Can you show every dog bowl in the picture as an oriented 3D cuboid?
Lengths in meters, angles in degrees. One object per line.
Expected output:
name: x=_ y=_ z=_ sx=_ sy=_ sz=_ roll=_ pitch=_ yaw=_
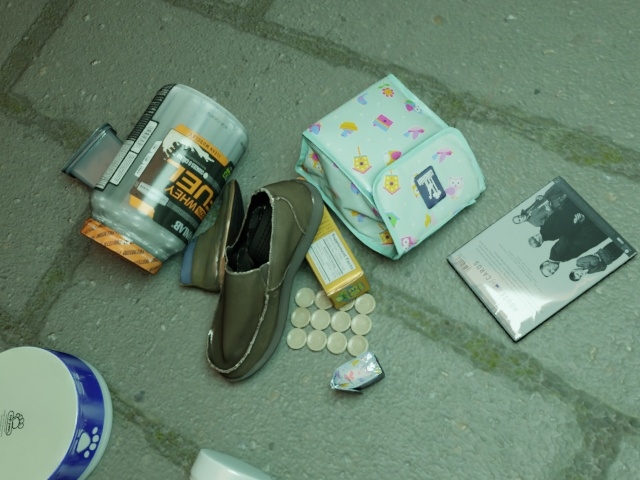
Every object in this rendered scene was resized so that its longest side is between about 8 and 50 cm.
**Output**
dog bowl: x=-0.515 y=0.326 z=1.097 sx=0.264 sy=0.104 sz=0.265 roll=-5 pitch=69 yaw=14

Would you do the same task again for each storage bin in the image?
storage bin: x=-0.446 y=-0.158 z=1.273 sx=0.091 sy=0.098 sz=0.135 roll=42 pitch=84 yaw=-3

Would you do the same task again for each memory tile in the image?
memory tile: x=0.019 y=0.140 z=1.070 sx=0.148 sy=0.012 sz=0.113 roll=4 pitch=71 yaw=18

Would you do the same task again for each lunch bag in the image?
lunch bag: x=0.059 y=0.220 z=0.997 sx=0.083 sy=0.071 sz=0.053 roll=-27 pitch=69 yaw=2
lunch bag: x=0.122 y=-0.119 z=1.043 sx=0.223 sy=0.160 sz=0.262 roll=-36 pitch=72 yaw=-23

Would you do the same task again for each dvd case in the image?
dvd case: x=0.357 y=0.027 z=1.009 sx=0.238 sy=0.029 sz=0.179 roll=-36 pitch=65 yaw=1

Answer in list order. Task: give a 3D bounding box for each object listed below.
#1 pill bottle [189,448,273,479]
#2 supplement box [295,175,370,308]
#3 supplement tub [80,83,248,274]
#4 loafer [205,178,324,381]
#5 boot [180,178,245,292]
pill bottle: x=-0.186 y=0.479 z=0.914 sx=0.169 sy=0.169 sz=0.302 roll=18 pitch=77 yaw=21
supplement box: x=0.000 y=0.000 z=1.084 sx=0.080 sy=0.078 sz=0.233 roll=-28 pitch=62 yaw=1
supplement tub: x=-0.285 y=-0.109 z=1.126 sx=0.193 sy=0.193 sz=0.316 roll=25 pitch=78 yaw=22
loafer: x=-0.123 y=0.061 z=1.026 sx=0.134 sy=0.130 sz=0.366 roll=25 pitch=99 yaw=40
boot: x=-0.203 y=-0.010 z=1.149 sx=0.106 sy=0.082 sz=0.219 roll=-2 pitch=72 yaw=12
